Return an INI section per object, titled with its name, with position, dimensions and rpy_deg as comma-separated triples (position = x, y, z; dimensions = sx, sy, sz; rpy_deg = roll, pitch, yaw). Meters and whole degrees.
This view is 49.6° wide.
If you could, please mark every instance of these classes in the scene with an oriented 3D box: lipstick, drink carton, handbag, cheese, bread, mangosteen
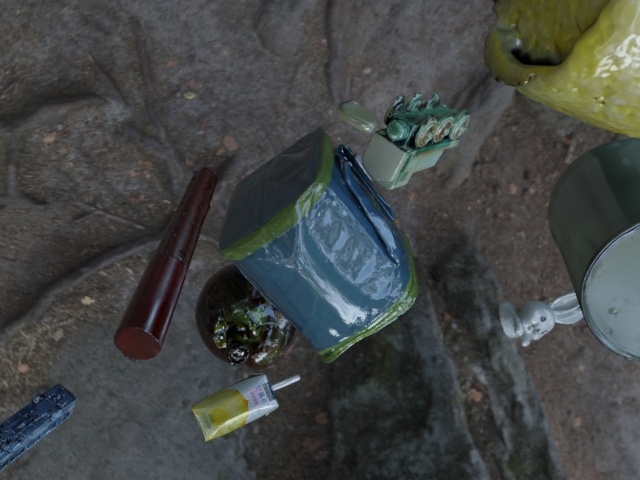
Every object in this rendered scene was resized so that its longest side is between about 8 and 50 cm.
[lipstick]
position = -0.089, 0.003, 0.436
dimensions = 0.027, 0.027, 0.176
rpy_deg = 49, 27, -26
[drink carton]
position = -0.133, 0.290, 1.266
dimensions = 0.200, 0.074, 0.084
rpy_deg = -22, 82, -15
[handbag]
position = 0.000, 0.000, 1.012
dimensions = 0.222, 0.263, 0.241
rpy_deg = -36, 115, 17
[cheese]
position = 0.134, -0.314, 1.892
dimensions = 0.192, 0.037, 0.097
rpy_deg = 40, 37, 14
[bread]
position = 0.238, -0.181, 0.548
dimensions = 0.171, 0.197, 0.197
rpy_deg = 10, 88, -20
[mangosteen]
position = -0.158, 0.166, 1.456
dimensions = 0.231, 0.289, 0.231
rpy_deg = 0, 98, 2

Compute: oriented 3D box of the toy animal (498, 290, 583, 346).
[toy animal]
position = 0.579, 0.198, 1.770
dimensions = 0.130, 0.221, 0.103
rpy_deg = -68, 140, -54

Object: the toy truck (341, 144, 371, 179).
[toy truck]
position = -0.002, -0.122, 1.634
dimensions = 0.124, 0.268, 0.155
rpy_deg = 47, 71, -12

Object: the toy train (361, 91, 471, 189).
[toy train]
position = 0.142, -0.149, 1.019
dimensions = 0.194, 0.081, 0.125
rpy_deg = -20, 144, -52

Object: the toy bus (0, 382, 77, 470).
[toy bus]
position = -0.432, 0.277, 1.012
dimensions = 0.047, 0.065, 0.166
rpy_deg = 35, 35, 11

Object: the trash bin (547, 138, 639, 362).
[trash bin]
position = 0.545, -0.002, 1.180
dimensions = 0.432, 0.280, 0.280
rpy_deg = -58, 131, -65

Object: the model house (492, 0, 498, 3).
[model house]
position = 0.518, -0.546, 1.443
dimensions = 0.248, 0.280, 0.230
rpy_deg = 50, 23, 3
